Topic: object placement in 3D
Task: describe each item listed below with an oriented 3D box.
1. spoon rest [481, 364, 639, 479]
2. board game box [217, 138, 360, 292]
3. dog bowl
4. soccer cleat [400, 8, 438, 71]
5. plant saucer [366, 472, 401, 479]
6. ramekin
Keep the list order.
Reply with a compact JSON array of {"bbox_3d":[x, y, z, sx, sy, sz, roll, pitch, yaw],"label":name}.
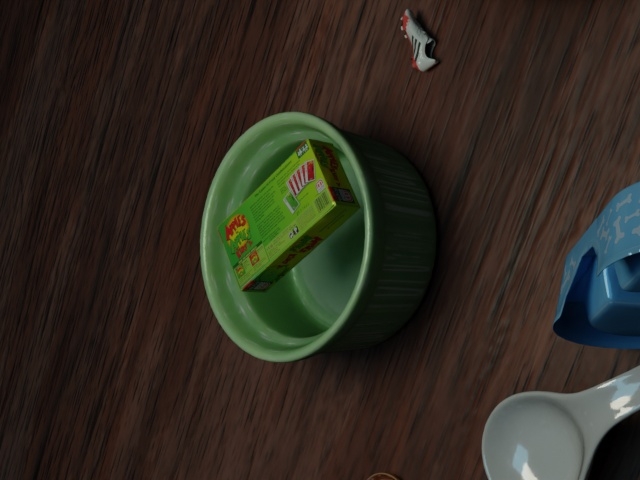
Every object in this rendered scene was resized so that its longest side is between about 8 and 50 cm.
[{"bbox_3d":[0.264,0.192,1.097,0.276,0.084,0.137,-43,58,36],"label":"spoon rest"},{"bbox_3d":[-0.040,-0.026,1.247,0.181,0.043,0.092,-41,58,34],"label":"board game box"},{"bbox_3d":[0.310,0.024,0.967,0.297,0.165,0.074,100,173,-68],"label":"dog bowl"},{"bbox_3d":[0.124,-0.250,1.329,0.035,0.029,0.083,-19,76,34],"label":"soccer cleat"},{"bbox_3d":[0.082,0.328,1.324,0.083,0.013,0.084,-5,84,46],"label":"plant saucer"},{"bbox_3d":[0.000,0.000,1.342,0.303,0.148,0.303,-6,82,45],"label":"ramekin"}]
